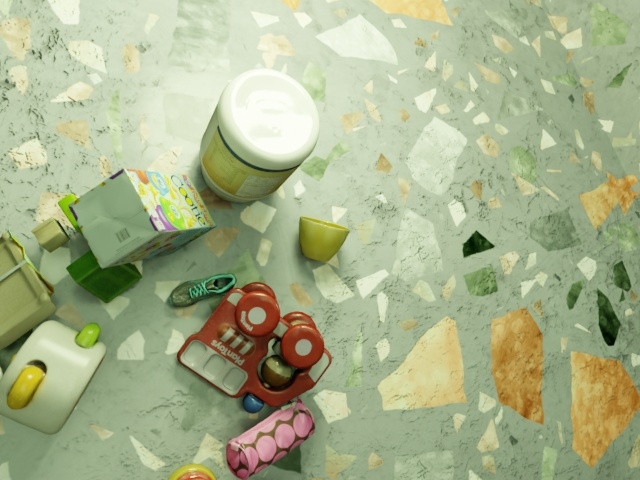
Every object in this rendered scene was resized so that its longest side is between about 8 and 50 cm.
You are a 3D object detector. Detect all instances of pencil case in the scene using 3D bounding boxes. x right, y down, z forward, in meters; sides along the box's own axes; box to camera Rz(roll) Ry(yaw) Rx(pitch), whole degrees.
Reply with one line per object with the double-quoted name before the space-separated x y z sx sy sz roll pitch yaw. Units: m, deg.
"pencil case" -0.112 0.440 1.173 0.209 0.095 0.098 -23 123 -42

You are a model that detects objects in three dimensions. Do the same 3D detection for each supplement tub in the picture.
"supplement tub" -0.157 -0.226 1.228 0.228 0.316 0.228 6 74 -22

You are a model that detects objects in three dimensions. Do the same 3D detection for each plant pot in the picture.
"plant pot" 0.000 0.000 1.353 0.134 0.134 0.095 12 97 -20

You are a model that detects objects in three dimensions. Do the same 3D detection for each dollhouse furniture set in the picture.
"dollhouse furniture set" -0.579 0.077 1.106 0.301 0.151 0.197 -38 71 -10

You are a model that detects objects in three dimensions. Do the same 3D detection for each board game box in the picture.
"board game box" -0.359 -0.051 1.103 0.144 0.275 0.142 -30 88 11

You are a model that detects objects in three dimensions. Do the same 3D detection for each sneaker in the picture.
"sneaker" -0.271 0.110 1.222 0.166 0.076 0.065 -20 84 -27

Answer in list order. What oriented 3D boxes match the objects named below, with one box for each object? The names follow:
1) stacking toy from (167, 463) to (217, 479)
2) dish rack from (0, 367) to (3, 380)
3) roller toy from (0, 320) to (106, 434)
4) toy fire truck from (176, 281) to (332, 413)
"stacking toy" -0.189 0.638 1.085 0.308 0.130 0.280 18 69 -18
"dish rack" -0.801 0.282 0.948 0.285 0.072 0.333 47 63 -7
"roller toy" -0.524 0.260 1.005 0.146 0.191 0.209 29 38 -13
"toy fire truck" -0.141 0.257 1.211 0.302 0.169 0.254 38 89 -9
